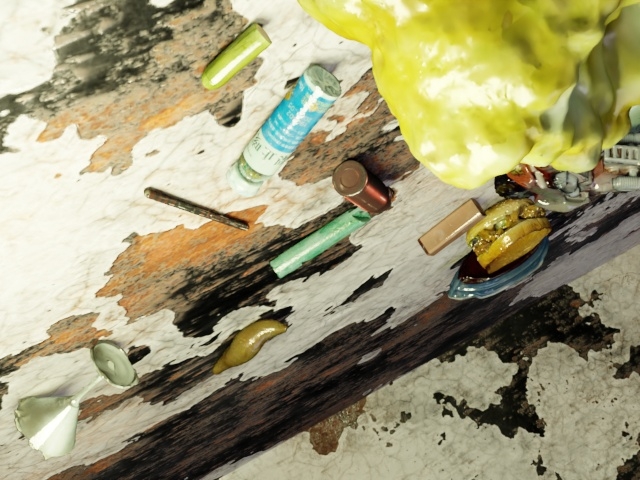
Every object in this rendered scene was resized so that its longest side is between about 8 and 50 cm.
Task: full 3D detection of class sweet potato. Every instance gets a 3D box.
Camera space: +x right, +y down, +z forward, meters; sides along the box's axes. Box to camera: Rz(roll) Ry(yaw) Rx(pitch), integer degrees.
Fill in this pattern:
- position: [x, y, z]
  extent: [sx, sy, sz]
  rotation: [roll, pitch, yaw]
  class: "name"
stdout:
- position: [-0.161, 0.219, 1.717]
  extent: [0.249, 0.059, 0.069]
  rotation: [-41, 172, 37]
  class: "sweet potato"

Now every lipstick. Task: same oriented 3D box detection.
- position: [0.274, -0.026, 1.785]
  extent: [0.145, 0.045, 0.045]
  rotation: [-40, 158, 22]
  class: "lipstick"

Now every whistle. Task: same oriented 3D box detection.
- position: [0.000, 0.000, 1.442]
  extent: [0.186, 0.039, 0.039]
  rotation: [-33, 161, 3]
  class: "whistle"

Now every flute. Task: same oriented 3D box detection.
- position: [-0.157, -0.038, 1.139]
  extent: [0.014, 0.014, 0.269]
  rotation: [-36, 161, 13]
  class: "flute"

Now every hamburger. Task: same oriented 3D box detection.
- position: [0.422, -0.024, 1.910]
  extent: [0.191, 0.118, 0.182]
  rotation: [-40, 163, 33]
  class: "hamburger"

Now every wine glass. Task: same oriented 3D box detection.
- position: [-0.383, 0.250, 1.363]
  extent: [0.183, 0.122, 0.122]
  rotation: [-40, 160, 17]
  class: "wine glass"

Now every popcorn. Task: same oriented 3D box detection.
- position: [0.167, -0.229, 0.741]
  extent: [0.334, 0.292, 0.293]
  rotation: [-31, 136, -18]
  class: "popcorn"

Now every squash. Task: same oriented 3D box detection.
- position: [-0.088, -0.182, 0.863]
  extent: [0.083, 0.027, 0.027]
  rotation: [-37, 160, 17]
  class: "squash"

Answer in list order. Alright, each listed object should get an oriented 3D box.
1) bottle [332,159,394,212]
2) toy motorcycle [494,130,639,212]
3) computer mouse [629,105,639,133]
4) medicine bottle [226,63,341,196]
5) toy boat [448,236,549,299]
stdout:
- position: [0.071, -0.079, 1.323]
  extent: [0.060, 0.060, 0.164]
  rotation: [-35, 161, 11]
  class: "bottle"
- position: [0.525, -0.140, 1.610]
  extent: [0.401, 0.134, 0.207]
  rotation: [0, 160, 17]
  class: "toy motorcycle"
- position: [0.626, -0.247, 1.702]
  extent: [0.159, 0.097, 0.288]
  rotation: [-41, 158, 20]
  class: "computer mouse"
- position: [-0.046, -0.128, 1.027]
  extent: [0.051, 0.051, 0.191]
  rotation: [-10, 151, -48]
  class: "medicine bottle"
- position: [0.452, 0.064, 2.158]
  extent: [0.309, 0.129, 0.142]
  rotation: [-29, 150, -12]
  class: "toy boat"
